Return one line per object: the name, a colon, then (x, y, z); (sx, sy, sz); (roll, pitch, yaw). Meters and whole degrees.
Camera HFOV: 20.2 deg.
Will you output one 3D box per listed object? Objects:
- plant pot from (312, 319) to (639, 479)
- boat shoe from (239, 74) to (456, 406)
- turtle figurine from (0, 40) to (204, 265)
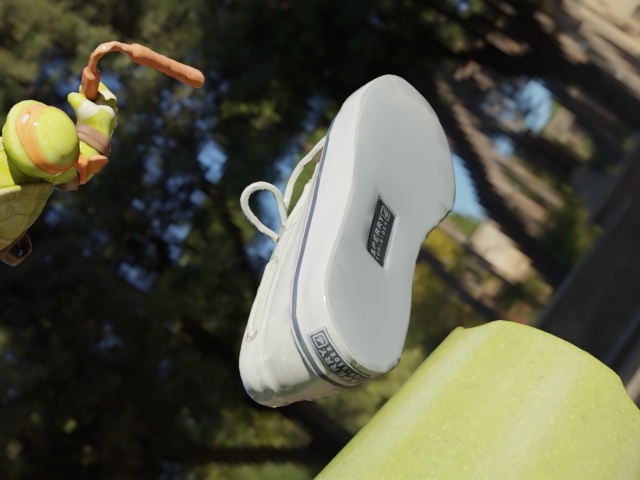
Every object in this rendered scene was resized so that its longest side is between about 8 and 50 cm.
plant pot: (0.098, 0.201, 1.187); (0.254, 0.276, 0.276); (-53, -10, -26)
boat shoe: (0.005, 0.007, 1.462); (0.156, 0.136, 0.367); (-27, 29, 30)
turtle figurine: (-0.187, -0.022, 0.967); (0.217, 0.087, 0.269); (-29, -2, 35)
